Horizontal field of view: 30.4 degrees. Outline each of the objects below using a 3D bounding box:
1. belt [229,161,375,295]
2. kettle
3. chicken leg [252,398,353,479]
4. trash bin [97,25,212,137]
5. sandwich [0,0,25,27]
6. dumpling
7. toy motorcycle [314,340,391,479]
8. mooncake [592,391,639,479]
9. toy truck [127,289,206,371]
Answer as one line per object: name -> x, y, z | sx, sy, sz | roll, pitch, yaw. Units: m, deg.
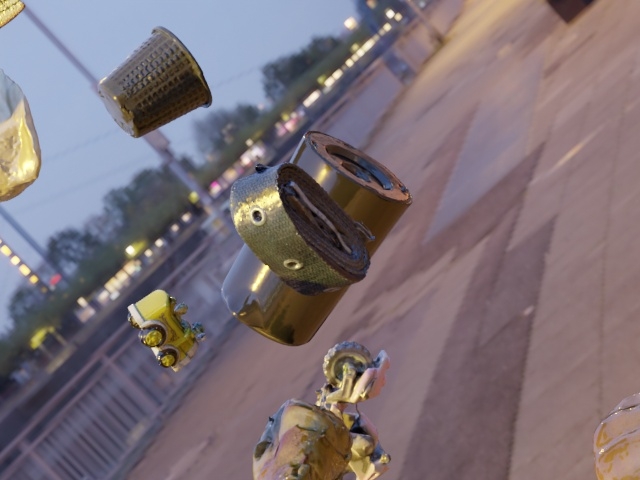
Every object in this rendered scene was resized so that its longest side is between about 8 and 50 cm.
belt -> -0.038, -0.008, 1.617 | 0.128, 0.218, 0.122 | -18, 42, 32
kettle -> -0.013, -0.007, 1.943 | 0.308, 0.203, 0.262 | -57, 7, 18
chicken leg -> -0.044, 0.374, 1.793 | 0.429, 0.152, 0.201 | -60, -16, -71
trash bin -> -0.309, -0.273, 2.138 | 0.161, 0.175, 0.175 | -39, 4, -15
sandwich -> -0.666, -0.436, 2.288 | 0.244, 0.090, 0.088 | -10, 25, 49
dumpling -> -0.412, -0.130, 1.433 | 0.216, 0.126, 0.167 | 0, 87, 61
toy motorcycle -> 0.070, 0.361, 2.360 | 0.143, 0.188, 0.327 | -117, 39, -70
mooncake -> 0.534, 0.331, 1.603 | 0.187, 0.324, 0.324 | -40, 6, 31
toy truck -> -0.200, 0.119, 1.567 | 0.077, 0.111, 0.076 | -37, 34, -7
